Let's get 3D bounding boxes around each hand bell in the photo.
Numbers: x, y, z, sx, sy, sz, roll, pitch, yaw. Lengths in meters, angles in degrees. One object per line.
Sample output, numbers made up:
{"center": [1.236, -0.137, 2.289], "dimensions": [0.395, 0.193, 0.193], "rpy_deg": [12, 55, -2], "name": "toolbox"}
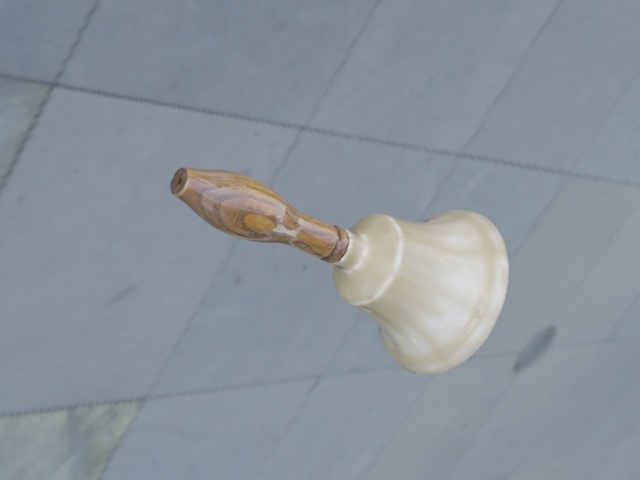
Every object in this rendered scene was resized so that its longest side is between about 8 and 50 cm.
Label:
{"center": [0.000, 0.000, 0.870], "dimensions": [0.242, 0.126, 0.126], "rpy_deg": [23, 108, -36], "name": "hand bell"}
